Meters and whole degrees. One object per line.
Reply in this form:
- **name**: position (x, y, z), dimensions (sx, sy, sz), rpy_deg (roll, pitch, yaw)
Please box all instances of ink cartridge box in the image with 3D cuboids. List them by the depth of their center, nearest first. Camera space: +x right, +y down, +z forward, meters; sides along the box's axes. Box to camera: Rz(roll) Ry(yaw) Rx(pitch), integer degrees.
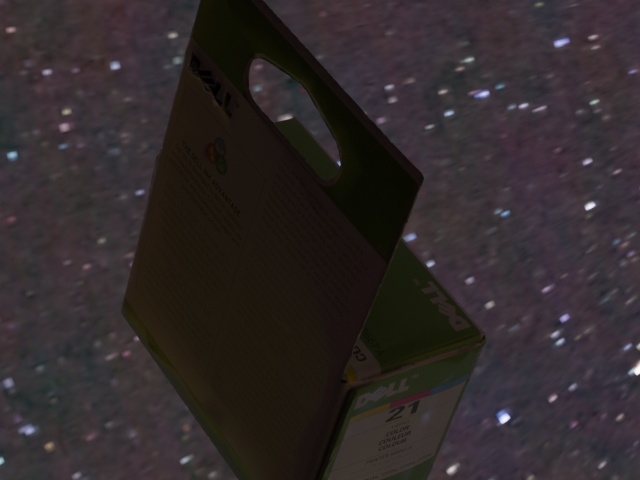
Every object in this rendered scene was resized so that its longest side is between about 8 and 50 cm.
- **ink cartridge box**: position (0.000, 0.000, 0.940), dimensions (0.189, 0.097, 0.255), rpy_deg (51, -41, 32)
